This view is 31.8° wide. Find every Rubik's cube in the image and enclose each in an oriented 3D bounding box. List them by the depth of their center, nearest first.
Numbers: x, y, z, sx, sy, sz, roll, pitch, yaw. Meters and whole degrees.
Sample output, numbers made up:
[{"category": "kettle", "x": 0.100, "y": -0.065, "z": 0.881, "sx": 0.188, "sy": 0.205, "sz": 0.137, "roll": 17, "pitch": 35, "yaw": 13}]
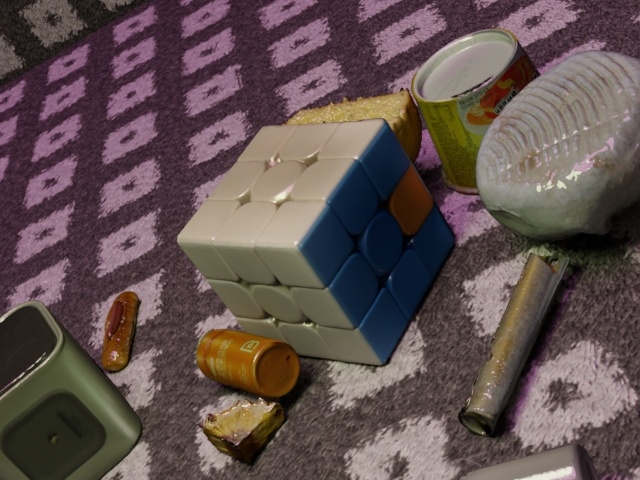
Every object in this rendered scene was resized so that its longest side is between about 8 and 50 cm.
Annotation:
[{"category": "Rubik's cube", "x": 0.000, "y": 0.000, "z": 1.867, "sx": 0.291, "sy": 0.290, "sz": 0.292, "roll": 1, "pitch": 47, "yaw": 42}]

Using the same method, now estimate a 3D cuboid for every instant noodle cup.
[{"category": "instant noodle cup", "x": 0.294, "y": -0.239, "z": 2.002, "sx": 0.264, "sy": 0.200, "sz": 0.264, "roll": -24, "pitch": 32, "yaw": 17}]

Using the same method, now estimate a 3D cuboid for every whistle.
[{"category": "whistle", "x": 0.288, "y": 0.140, "z": 1.643, "sx": 0.068, "sy": 0.057, "sz": 0.326, "roll": 1, "pitch": 46, "yaw": 39}]

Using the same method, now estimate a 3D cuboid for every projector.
[{"category": "projector", "x": -0.500, "y": 0.291, "z": 1.971, "sx": 0.248, "sy": 0.249, "sz": 0.248, "roll": -40, "pitch": 33, "yaw": -10}]

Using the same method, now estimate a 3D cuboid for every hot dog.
[{"category": "hot dog", "x": -0.402, "y": 0.176, "z": 2.224, "sx": 0.066, "sy": 0.047, "sz": 0.216, "roll": -25, "pitch": 33, "yaw": 19}]

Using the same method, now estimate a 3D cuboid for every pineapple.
[{"category": "pineapple", "x": -0.123, "y": 0.301, "z": 1.789, "sx": 0.137, "sy": 0.069, "sz": 0.116, "roll": -25, "pitch": 33, "yaw": 11}]

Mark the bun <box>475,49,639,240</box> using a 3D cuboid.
[{"category": "bun", "x": 0.406, "y": -0.133, "z": 1.757, "sx": 0.354, "sy": 0.194, "sz": 0.354, "roll": -32, "pitch": 29, "yaw": 21}]

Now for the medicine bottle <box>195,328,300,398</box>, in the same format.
[{"category": "medicine bottle", "x": -0.122, "y": 0.202, "z": 1.871, "sx": 0.096, "sy": 0.096, "sz": 0.192, "roll": -49, "pitch": 28, "yaw": -21}]

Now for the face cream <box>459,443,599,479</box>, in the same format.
[{"category": "face cream", "x": 0.221, "y": 0.333, "z": 1.410, "sx": 0.251, "sy": 0.101, "sz": 0.101, "roll": -20, "pitch": 35, "yaw": 22}]

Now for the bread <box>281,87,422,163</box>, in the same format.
[{"category": "bread", "x": 0.059, "y": -0.150, "z": 2.117, "sx": 0.340, "sy": 0.179, "sz": 0.194, "roll": -6, "pitch": 40, "yaw": 41}]
